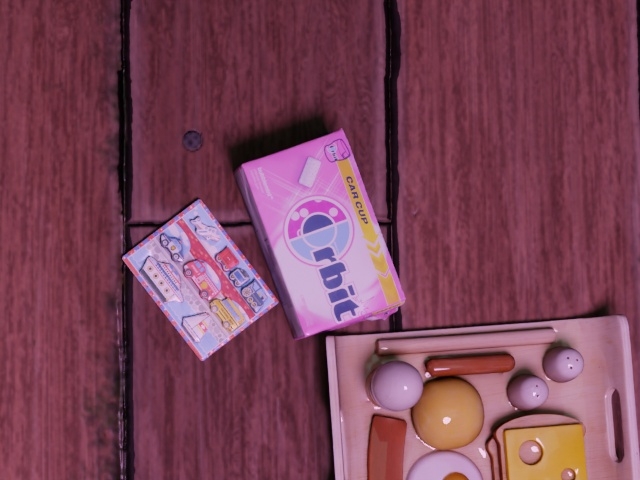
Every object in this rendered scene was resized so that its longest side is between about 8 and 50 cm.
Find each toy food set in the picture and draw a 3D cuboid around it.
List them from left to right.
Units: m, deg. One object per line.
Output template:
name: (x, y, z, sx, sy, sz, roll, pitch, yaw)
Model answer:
toy food set: (0.158, 0.190, 1.876, 0.306, 0.092, 0.220, -3, 84, -11)

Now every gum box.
gum box: (0.000, 0.000, 1.881, 0.107, 0.062, 0.188, -20, 88, -12)

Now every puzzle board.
puzzle board: (-0.116, 0.038, 1.881, 0.096, 0.011, 0.128, -38, 91, -12)
